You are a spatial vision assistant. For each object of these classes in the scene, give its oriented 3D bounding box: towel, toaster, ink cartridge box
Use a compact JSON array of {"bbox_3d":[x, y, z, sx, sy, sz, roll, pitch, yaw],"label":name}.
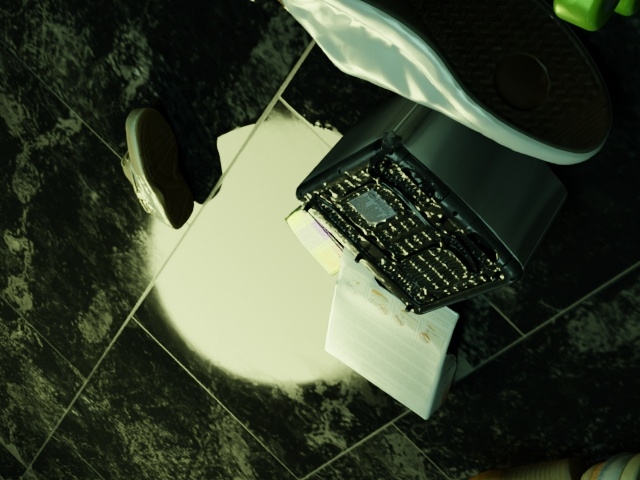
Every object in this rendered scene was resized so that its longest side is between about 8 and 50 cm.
[{"bbox_3d":[0.000,0.000,1.373,0.083,0.009,0.060,48,150,-5],"label":"towel"},{"bbox_3d":[0.094,-0.038,1.095,0.168,0.110,0.186,43,151,-12],"label":"toaster"},{"bbox_3d":[0.079,0.087,1.366,0.145,0.045,0.179,33,139,21],"label":"ink cartridge box"}]

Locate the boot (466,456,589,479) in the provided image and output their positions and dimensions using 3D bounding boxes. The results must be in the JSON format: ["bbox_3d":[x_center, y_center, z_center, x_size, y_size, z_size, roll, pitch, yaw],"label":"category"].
[{"bbox_3d":[0.239,0.371,1.383,0.211,0.104,0.295,-26,96,34],"label":"boot"}]

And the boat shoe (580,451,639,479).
[{"bbox_3d":[0.359,0.331,1.254,0.302,0.113,0.103,60,150,-6],"label":"boat shoe"}]

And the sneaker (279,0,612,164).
[{"bbox_3d":[0.087,-0.151,0.990,0.290,0.106,0.123,36,163,-1],"label":"sneaker"}]

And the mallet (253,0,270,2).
[{"bbox_3d":[0.008,-0.185,1.116,0.190,0.039,0.062,41,150,-2],"label":"mallet"}]

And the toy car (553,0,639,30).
[{"bbox_3d":[0.151,-0.250,0.808,0.155,0.149,0.188,29,118,19],"label":"toy car"}]

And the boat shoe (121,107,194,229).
[{"bbox_3d":[-0.193,-0.081,1.455,0.059,0.063,0.170,19,142,28],"label":"boat shoe"}]
